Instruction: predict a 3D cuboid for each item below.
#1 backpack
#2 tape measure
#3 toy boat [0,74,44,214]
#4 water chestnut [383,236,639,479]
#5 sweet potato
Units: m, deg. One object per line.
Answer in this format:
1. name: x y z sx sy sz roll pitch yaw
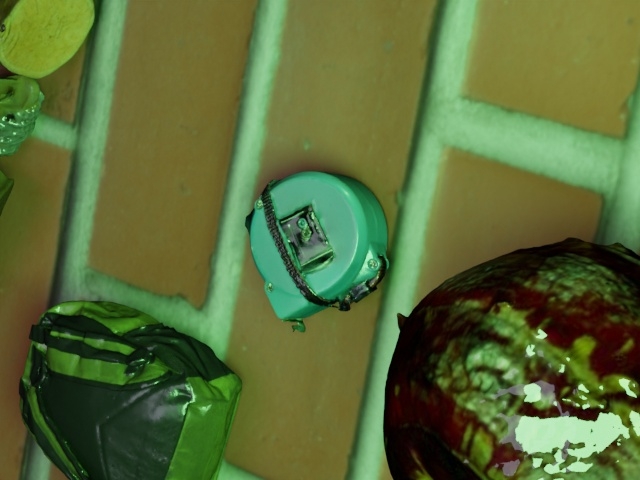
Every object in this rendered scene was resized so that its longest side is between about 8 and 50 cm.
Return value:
1. backpack: -0.207 0.170 1.890 0.253 0.140 0.207 29 109 34
2. tape measure: 0.000 0.000 1.756 0.125 0.081 0.146 -29 76 25
3. toy boat: -0.429 -0.007 2.065 0.162 0.136 0.445 50 125 28
4. water chestnut: 0.222 0.134 1.480 0.350 0.302 0.350 36 154 21
5. sweet potato: -0.400 -0.271 2.015 0.337 0.131 0.131 23 107 35
